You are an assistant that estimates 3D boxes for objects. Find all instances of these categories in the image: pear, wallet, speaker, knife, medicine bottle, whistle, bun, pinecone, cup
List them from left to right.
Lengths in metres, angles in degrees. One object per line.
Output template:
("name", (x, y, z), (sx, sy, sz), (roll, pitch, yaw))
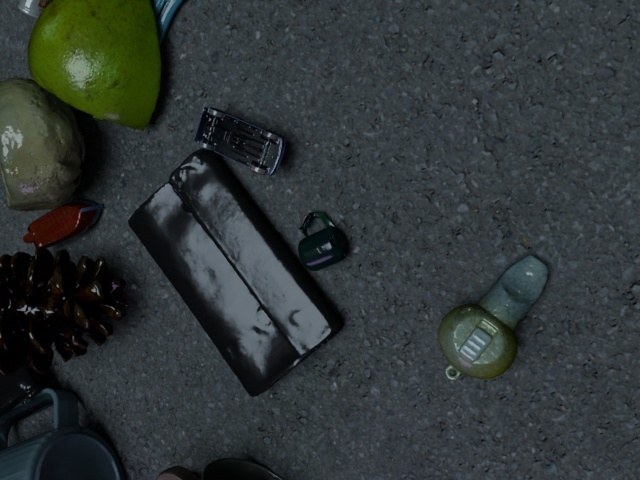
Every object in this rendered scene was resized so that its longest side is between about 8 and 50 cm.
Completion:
("wallet", (-0.683, 0.250, 1.415), (0.149, 0.044, 0.250), (-34, 70, 9))
("cup", (-0.576, 0.507, 1.361), (0.311, 0.331, 0.256), (-25, 120, 22))
("medicine bottle", (-0.540, -0.476, 1.291), (0.057, 0.057, 0.089), (35, 109, 16))
("bun", (-0.520, -0.179, 1.253), (0.152, 0.259, 0.259), (-5, 90, -21))
("pinecone", (-0.515, 0.132, 1.271), (0.309, 0.244, 0.243), (-14, 91, 13))
("pear", (-0.405, -0.364, 1.197), (0.288, 0.139, 0.239), (36, 105, 22))
("knife", (-0.269, -0.423, 1.194), (0.064, 0.031, 0.222), (41, 111, 14))
("wallet", (-0.159, 0.056, 1.192), (0.228, 0.062, 0.406), (-42, 80, 22))
("speaker", (0.002, 0.000, 1.127), (0.075, 0.060, 0.094), (-23, 52, 24))
("whistle", (0.260, 0.119, 1.012), (0.123, 0.123, 0.223), (38, 88, 15))

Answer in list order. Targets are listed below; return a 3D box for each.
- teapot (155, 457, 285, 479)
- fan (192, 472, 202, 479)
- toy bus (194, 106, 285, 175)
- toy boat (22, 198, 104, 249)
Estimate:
("teapot", (-0.205, 0.572, 1.191), (0.300, 0.253, 0.343), (31, 101, 16))
("fan", (-0.276, 0.516, 1.317), (0.082, 0.039, 0.155), (44, 113, 12))
("toy bus", (-0.128, -0.170, 1.144), (0.167, 0.076, 0.073), (27, 105, 20))
("toy boat", (-0.507, -0.033, 1.336), (0.173, 0.059, 0.069), (-25, 87, 17))
